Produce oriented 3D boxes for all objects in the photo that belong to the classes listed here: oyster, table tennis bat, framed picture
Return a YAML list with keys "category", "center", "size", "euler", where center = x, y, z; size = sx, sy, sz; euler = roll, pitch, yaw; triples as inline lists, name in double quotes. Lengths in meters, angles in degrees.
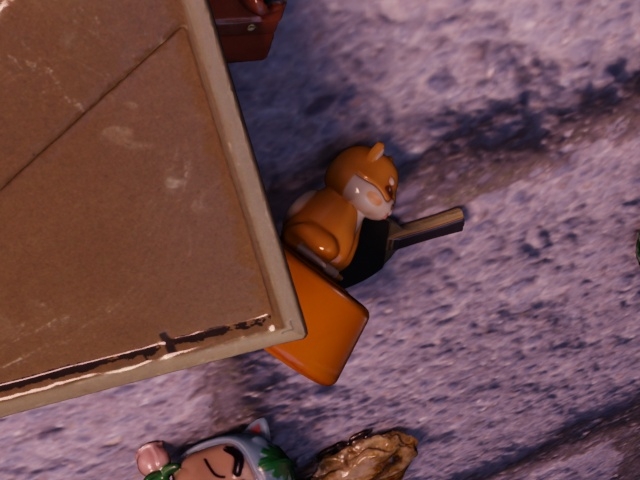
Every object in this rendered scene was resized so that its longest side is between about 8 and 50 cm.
- category: "oyster"
  center: [-0.032, 0.307, 1.329]
  size: [0.345, 0.079, 0.128]
  euler: [-39, 156, 15]
- category: "table tennis bat"
  center: [0.035, 0.005, 0.966]
  size: [0.158, 0.014, 0.095]
  euler: [-17, 147, -13]
- category: "framed picture"
  center: [-0.195, -0.007, 0.597]
  size: [0.335, 0.022, 0.247]
  euler: [-15, 125, 0]

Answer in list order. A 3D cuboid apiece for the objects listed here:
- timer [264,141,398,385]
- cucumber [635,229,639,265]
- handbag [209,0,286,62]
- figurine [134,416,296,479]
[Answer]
- category: "timer"
  center: [0.000, 0.000, 0.855]
  size: [0.152, 0.132, 0.132]
  euler: [-53, 147, 0]
- category: "cucumber"
  center: [0.314, 0.020, 1.180]
  size: [0.037, 0.037, 0.155]
  euler: [-33, 149, 11]
- category: "handbag"
  center: [-0.101, -0.139, 0.601]
  size: [0.190, 0.063, 0.127]
  euler: [-7, 144, -23]
- category: "figurine"
  center: [-0.109, 0.236, 1.129]
  size: [0.178, 0.114, 0.144]
  euler: [-35, 148, 31]
